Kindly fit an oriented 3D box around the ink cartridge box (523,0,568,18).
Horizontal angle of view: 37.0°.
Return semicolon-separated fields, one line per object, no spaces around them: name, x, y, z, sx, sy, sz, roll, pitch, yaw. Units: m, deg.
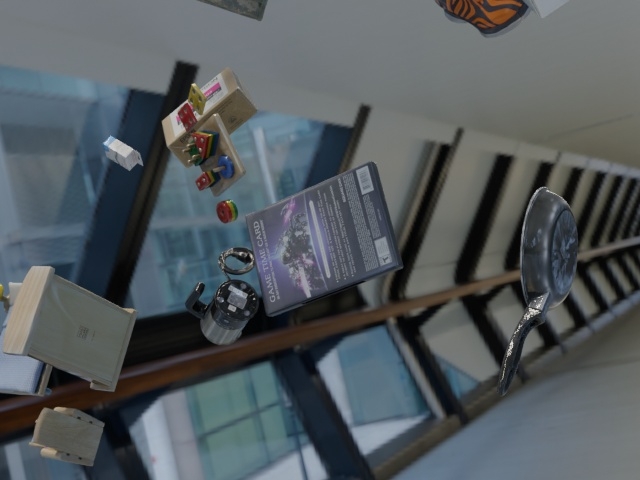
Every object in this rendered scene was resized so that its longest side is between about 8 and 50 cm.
ink cartridge box;0.362;-0.491;1.550;0.172;0.237;0.100;-34;-48;10

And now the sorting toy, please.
sorting toy;-0.225;-0.172;1.912;0.046;0.275;0.132;-22;-6;-36

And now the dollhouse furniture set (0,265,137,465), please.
dollhouse furniture set;-0.495;0.184;1.528;0.303;0.287;0.198;-1;-24;35

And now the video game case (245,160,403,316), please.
video game case;0.000;0.000;1.683;0.274;0.196;0.026;-22;-19;27

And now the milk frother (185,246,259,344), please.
milk frother;-0.171;0.104;1.826;0.143;0.129;0.135;-46;-4;-32

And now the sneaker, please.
sneaker;0.277;-0.499;1.871;0.180;0.125;0.321;32;-1;-29

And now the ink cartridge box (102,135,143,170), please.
ink cartridge box;-0.424;-0.183;2.053;0.028;0.083;0.048;-51;-21;-25

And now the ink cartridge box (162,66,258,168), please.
ink cartridge box;-0.284;-0.314;2.426;0.234;0.088;0.193;-39;29;6

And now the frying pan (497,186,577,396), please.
frying pan;0.319;0.053;1.407;0.053;0.197;0.326;2;35;31

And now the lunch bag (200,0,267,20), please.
lunch bag;-0.224;-0.721;2.372;0.235;0.287;0.169;13;13;-31
